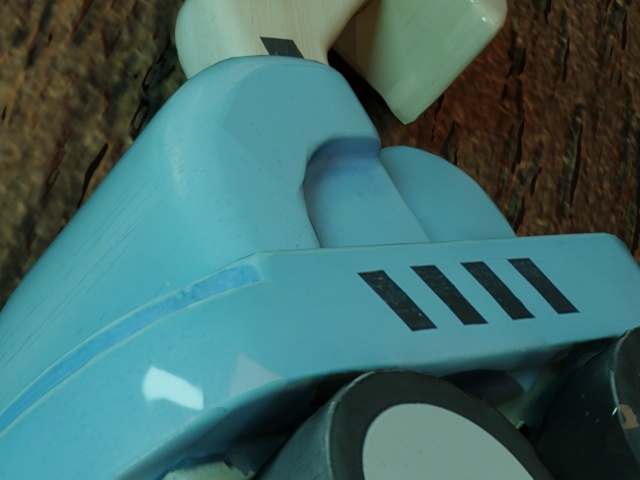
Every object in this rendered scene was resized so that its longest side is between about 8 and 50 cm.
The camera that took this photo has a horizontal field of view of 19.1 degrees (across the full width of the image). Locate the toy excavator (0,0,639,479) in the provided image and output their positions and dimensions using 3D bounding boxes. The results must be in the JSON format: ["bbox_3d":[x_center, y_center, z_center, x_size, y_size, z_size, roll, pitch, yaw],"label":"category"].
[{"bbox_3d":[0.000,0.000,0.781,0.433,0.222,0.445,-4,57,-48],"label":"toy excavator"}]
